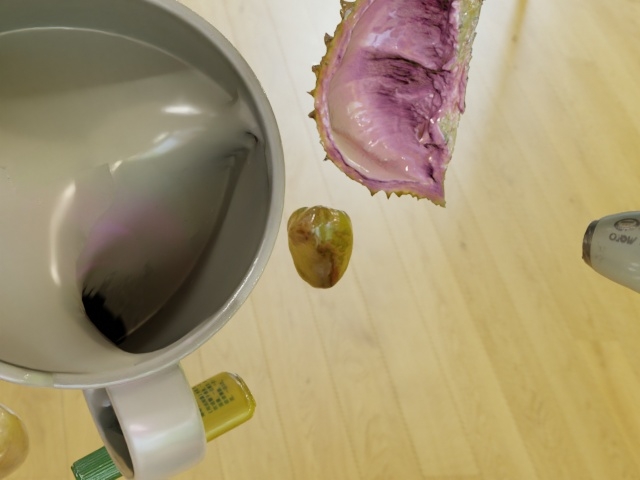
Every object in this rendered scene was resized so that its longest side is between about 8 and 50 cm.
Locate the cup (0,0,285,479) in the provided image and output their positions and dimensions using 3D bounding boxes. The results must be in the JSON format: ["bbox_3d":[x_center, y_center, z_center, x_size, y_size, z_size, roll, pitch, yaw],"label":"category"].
[{"bbox_3d":[-0.147,0.007,0.607,0.219,0.258,0.289,-22,92,-20],"label":"cup"}]

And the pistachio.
[{"bbox_3d":[0.003,-0.002,1.675,0.110,0.189,0.100,-24,49,-13],"label":"pistachio"}]

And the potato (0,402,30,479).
[{"bbox_3d":[-0.538,0.311,1.546,0.146,0.234,0.150,-40,77,-22],"label":"potato"}]

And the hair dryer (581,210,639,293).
[{"bbox_3d":[0.384,-0.025,0.922,0.219,0.225,0.088,36,3,36],"label":"hair dryer"}]

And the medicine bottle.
[{"bbox_3d":[-0.217,0.266,1.375,0.261,0.064,0.095,-26,42,-19],"label":"medicine bottle"}]

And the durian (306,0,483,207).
[{"bbox_3d":[0.089,-0.208,1.176,0.191,0.341,0.112,12,33,10],"label":"durian"}]
